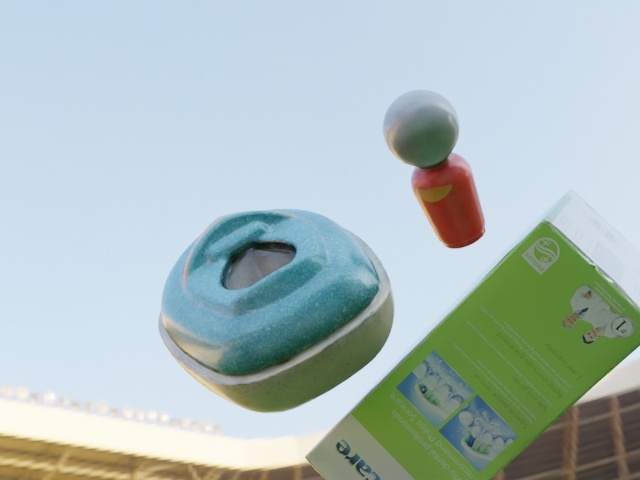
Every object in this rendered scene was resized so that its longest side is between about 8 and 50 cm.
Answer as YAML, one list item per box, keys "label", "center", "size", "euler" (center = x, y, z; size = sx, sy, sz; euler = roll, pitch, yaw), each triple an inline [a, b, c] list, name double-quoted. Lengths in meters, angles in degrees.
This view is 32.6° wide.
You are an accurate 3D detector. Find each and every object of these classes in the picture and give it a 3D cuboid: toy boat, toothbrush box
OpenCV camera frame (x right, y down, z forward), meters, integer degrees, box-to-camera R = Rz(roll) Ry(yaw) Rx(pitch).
- label: "toy boat"
  center: [0.000, 0.000, 0.943]
  size: [0.318, 0.267, 0.148]
  euler: [-32, -64, -15]
- label: "toothbrush box"
  center: [0.146, 0.104, 0.931]
  size: [0.283, 0.122, 0.206]
  euler: [-49, -8, 20]
